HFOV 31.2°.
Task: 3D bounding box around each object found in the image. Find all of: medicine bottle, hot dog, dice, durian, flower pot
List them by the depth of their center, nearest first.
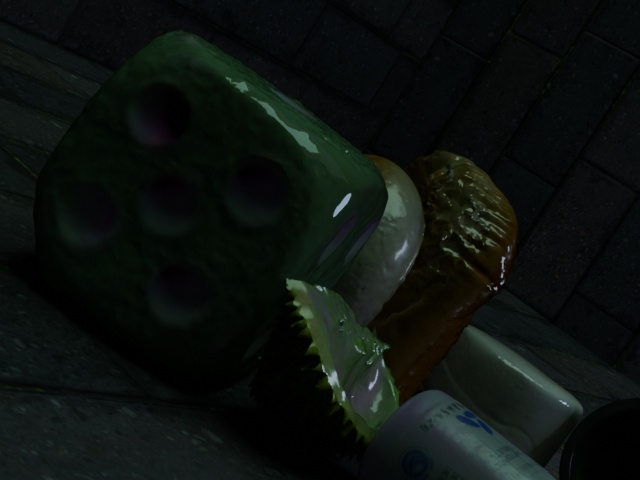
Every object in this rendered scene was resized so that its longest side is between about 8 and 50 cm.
[{"bbox_3d":[0.174,0.287,1.223,0.254,0.152,0.152,37,10,30],"label":"medicine bottle"},{"bbox_3d":[0.029,0.160,1.326,0.158,0.169,0.352,24,-7,24],"label":"durian"},{"bbox_3d":[-0.131,-0.036,1.383,0.318,0.330,0.322,39,9,11],"label":"dice"},{"bbox_3d":[0.490,0.371,1.740,0.235,0.235,0.148,37,-8,28],"label":"flower pot"},{"bbox_3d":[0.138,0.038,1.756,0.196,0.365,0.367,32,10,-25],"label":"hot dog"}]

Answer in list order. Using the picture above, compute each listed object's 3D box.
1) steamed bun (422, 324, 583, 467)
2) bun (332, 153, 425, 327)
[{"bbox_3d":[0.281,0.247,1.807,0.242,0.146,0.164,36,7,15],"label":"steamed bun"},{"bbox_3d":[0.000,0.000,1.634,0.165,0.299,0.299,35,7,-21],"label":"bun"}]
